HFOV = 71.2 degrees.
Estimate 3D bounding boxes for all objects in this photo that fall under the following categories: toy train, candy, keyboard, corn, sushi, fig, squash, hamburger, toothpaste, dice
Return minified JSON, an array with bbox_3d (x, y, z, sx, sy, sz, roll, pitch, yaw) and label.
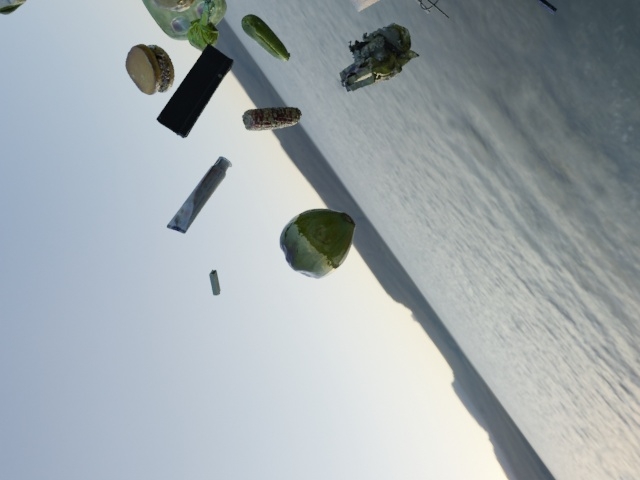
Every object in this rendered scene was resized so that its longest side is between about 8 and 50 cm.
[{"bbox_3d":[0.819,-0.854,1.621,0.083,0.017,0.017,47,177,12],"label":"toy train"},{"bbox_3d":[-0.278,-0.583,1.108,0.073,0.077,0.262,42,146,3],"label":"candy"},{"bbox_3d":[-0.273,-0.330,0.985,0.072,0.231,0.023,31,160,-16],"label":"keyboard"},{"bbox_3d":[-0.208,-0.539,1.964,0.098,0.289,0.098,25,124,44],"label":"corn"},{"bbox_3d":[0.161,-0.491,1.174,0.291,0.139,0.131,-48,-61,-41],"label":"sushi"},{"bbox_3d":[0.000,0.000,1.514,0.239,0.271,0.239,53,-162,-26],"label":"fig"},{"bbox_3d":[-0.169,-0.638,1.416,0.201,0.066,0.066,28,-157,-45],"label":"squash"},{"bbox_3d":[-0.618,-0.636,1.654,0.190,0.118,0.182,10,127,42],"label":"hamburger"},{"bbox_3d":[-0.426,-0.163,1.598,0.100,0.323,0.066,18,155,29],"label":"toothpaste"},{"bbox_3d":[-0.500,-0.902,1.591,0.250,0.251,0.255,56,-168,-61],"label":"dice"}]

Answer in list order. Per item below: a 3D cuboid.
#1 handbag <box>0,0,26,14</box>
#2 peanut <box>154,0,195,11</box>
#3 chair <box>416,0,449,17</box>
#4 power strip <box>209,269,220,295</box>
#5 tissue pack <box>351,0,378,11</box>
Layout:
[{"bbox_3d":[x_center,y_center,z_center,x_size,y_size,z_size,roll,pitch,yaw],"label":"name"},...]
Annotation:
[{"bbox_3d":[-0.712,-0.656,0.929,0.222,0.263,0.241,35,168,-12],"label":"handbag"},{"bbox_3d":[-0.337,-0.751,1.202,0.147,0.305,0.147,49,-179,-1],"label":"peanut"},{"bbox_3d":[0.324,-0.784,1.407,0.221,0.104,0.095,15,-128,-36],"label":"chair"},{"bbox_3d":[-0.297,0.117,1.257,0.027,0.017,0.083,-73,-20,-63],"label":"power strip"},{"bbox_3d":[0.129,-0.774,1.352,0.148,0.108,0.060,12,-116,-63],"label":"tissue pack"}]
